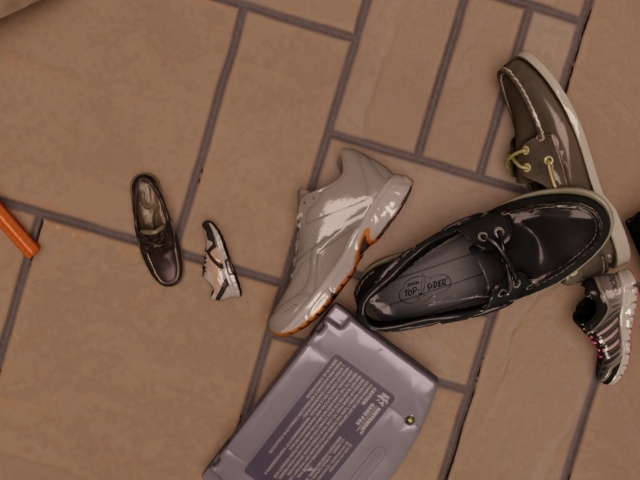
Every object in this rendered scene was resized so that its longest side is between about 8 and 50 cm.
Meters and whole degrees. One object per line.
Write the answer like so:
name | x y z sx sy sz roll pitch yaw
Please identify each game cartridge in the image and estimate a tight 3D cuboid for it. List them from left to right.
game cartridge | 0.009 0.250 1.434 0.196 0.060 0.294 38 99 0

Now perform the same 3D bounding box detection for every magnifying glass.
magnifying glass | -0.441 -0.070 1.406 0.026 0.092 0.231 -41 104 -1

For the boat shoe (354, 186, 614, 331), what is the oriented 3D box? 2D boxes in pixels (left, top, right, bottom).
boat shoe | 0.191 0.033 1.356 0.340 0.113 0.127 -16 99 20

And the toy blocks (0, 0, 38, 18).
toy blocks | -0.365 -0.425 1.287 0.261 0.381 0.191 -31 53 -21

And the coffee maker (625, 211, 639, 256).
coffee maker | 0.463 0.035 1.388 0.120 0.171 0.178 -26 82 40

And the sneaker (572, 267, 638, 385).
sneaker | 0.360 0.111 1.426 0.074 0.063 0.170 0 121 2

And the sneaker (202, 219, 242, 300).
sneaker | -0.137 0.028 1.436 0.043 0.040 0.109 -17 94 2

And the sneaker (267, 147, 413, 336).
sneaker | 0.000 0.000 1.419 0.121 0.099 0.262 36 85 4

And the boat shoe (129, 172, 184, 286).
boat shoe | -0.215 -0.011 1.426 0.056 0.049 0.152 -18 94 0

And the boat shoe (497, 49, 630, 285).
boat shoe | 0.291 -0.089 1.404 0.091 0.109 0.305 -26 98 -4
